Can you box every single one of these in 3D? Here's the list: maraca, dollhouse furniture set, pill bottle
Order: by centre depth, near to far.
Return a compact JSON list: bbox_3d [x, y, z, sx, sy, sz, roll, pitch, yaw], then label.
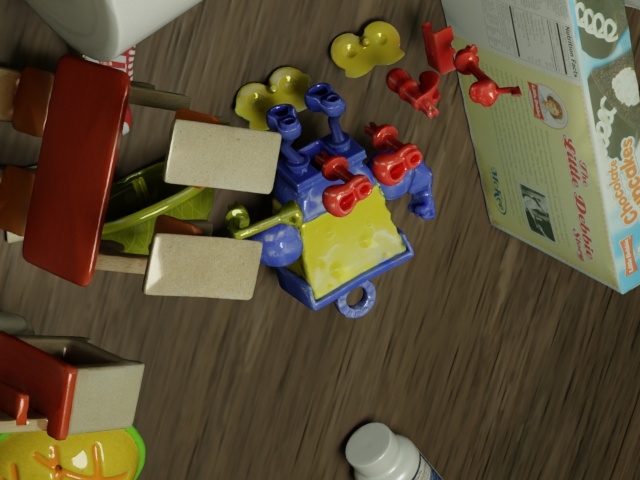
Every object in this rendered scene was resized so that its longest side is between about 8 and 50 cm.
[{"bbox_3d":[-0.180,0.003,1.198,0.135,0.262,0.259,4,100,-44],"label":"dollhouse furniture set"},{"bbox_3d":[-0.229,0.193,1.388,0.185,0.099,0.127,-31,127,11],"label":"maraca"},{"bbox_3d":[0.073,0.226,1.630,0.067,0.067,0.120,-46,129,-10],"label":"pill bottle"}]

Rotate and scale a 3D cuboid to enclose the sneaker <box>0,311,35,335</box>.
[{"bbox_3d":[-0.333,0.047,1.247,0.292,0.110,0.118,9,96,-38],"label":"sneaker"}]

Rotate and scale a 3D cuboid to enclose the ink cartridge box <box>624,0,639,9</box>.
[{"bbox_3d":[0.245,-0.307,1.457,0.092,0.160,0.219,-46,130,-10],"label":"ink cartridge box"}]

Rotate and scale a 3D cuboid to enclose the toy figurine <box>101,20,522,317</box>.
[{"bbox_3d":[0.000,0.000,1.410,0.362,0.191,0.217,-30,129,-20],"label":"toy figurine"}]

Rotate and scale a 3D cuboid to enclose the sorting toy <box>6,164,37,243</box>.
[{"bbox_3d":[-0.232,-0.027,1.338,0.083,0.012,0.062,-15,118,-30],"label":"sorting toy"}]

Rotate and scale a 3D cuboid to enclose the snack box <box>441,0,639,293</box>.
[{"bbox_3d":[0.196,-0.124,1.485,0.060,0.187,0.322,-30,125,-22],"label":"snack box"}]

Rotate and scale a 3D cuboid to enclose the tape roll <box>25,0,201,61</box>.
[{"bbox_3d":[-0.142,-0.265,1.148,0.169,0.246,0.246,-36,126,-18],"label":"tape roll"}]

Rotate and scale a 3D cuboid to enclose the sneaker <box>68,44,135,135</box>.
[{"bbox_3d":[-0.153,-0.143,1.324,0.067,0.042,0.118,-31,123,-17],"label":"sneaker"}]
